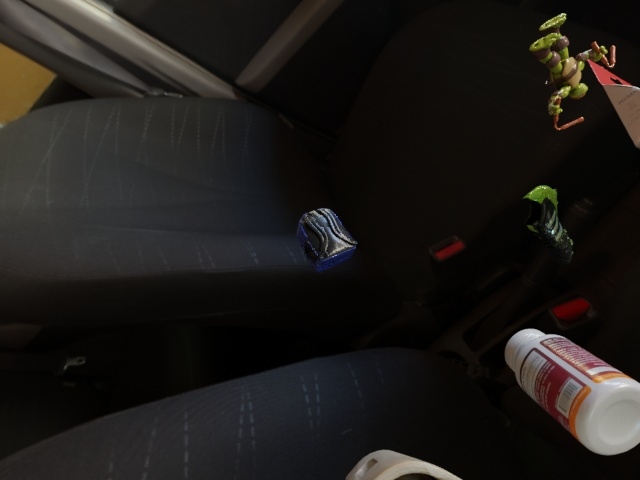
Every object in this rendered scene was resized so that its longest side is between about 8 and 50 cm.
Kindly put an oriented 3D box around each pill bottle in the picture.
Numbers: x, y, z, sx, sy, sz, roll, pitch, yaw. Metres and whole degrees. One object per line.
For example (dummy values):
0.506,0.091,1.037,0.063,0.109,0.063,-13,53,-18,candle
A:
0.289,0.165,0.483,0.086,0.086,0.152,-54,14,6,pill bottle

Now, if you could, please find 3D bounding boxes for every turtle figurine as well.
0.591,-0.420,0.985,0.270,0.217,0.087,-51,27,-5,turtle figurine

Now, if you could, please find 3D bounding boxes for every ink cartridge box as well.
0.582,-0.231,0.720,0.056,0.180,0.225,-44,39,51,ink cartridge box

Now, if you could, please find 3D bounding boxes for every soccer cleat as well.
0.462,-0.024,0.843,0.072,0.179,0.060,-26,12,-10,soccer cleat

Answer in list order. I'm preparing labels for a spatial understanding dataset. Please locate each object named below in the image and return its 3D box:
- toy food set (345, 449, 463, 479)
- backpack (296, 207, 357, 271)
0.160,0.293,0.352,0.305,0.220,0.093,27,69,15,toy food set
0.000,0.000,0.883,0.120,0.097,0.101,59,150,20,backpack
